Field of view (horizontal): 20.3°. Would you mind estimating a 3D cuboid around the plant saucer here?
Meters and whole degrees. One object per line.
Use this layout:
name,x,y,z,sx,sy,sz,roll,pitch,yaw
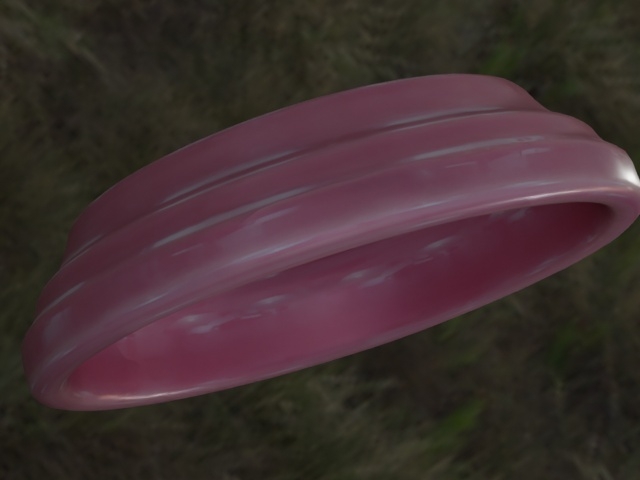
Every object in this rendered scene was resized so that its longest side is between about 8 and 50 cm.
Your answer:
plant saucer,0.000,0.000,0.936,0.332,0.332,0.084,-1,70,-51
